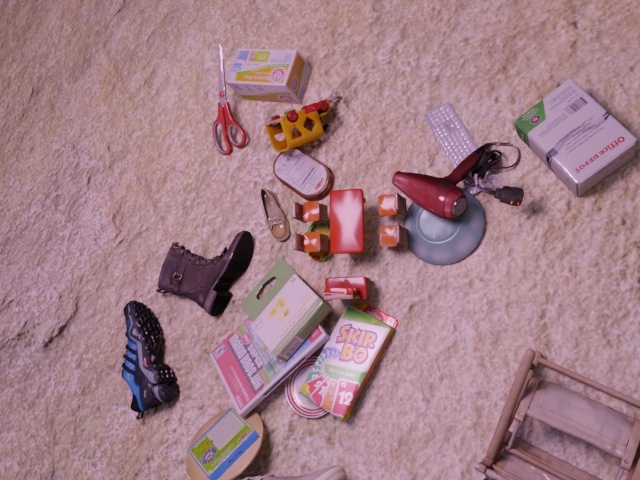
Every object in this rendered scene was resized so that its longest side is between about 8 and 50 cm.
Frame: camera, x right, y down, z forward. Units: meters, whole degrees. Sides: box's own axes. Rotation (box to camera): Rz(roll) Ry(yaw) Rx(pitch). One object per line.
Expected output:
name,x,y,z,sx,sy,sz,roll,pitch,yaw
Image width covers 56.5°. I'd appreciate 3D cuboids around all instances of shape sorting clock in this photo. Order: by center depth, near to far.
shape sorting clock,-0.224,0.481,1.397,0.206,0.040,0.206,-24,29,14

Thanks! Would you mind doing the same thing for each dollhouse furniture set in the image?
dollhouse furniture set,0.062,0.009,1.381,0.262,0.135,0.259,-4,83,19

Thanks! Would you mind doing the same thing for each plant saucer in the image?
plant saucer,0.277,-0.041,1.378,0.194,0.037,0.195,-8,73,27

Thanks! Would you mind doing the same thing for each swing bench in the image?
swing bench,0.461,0.369,1.099,0.253,0.165,0.255,23,89,28

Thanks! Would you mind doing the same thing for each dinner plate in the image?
dinner plate,-0.017,0.345,1.403,0.141,0.017,0.141,-8,70,23

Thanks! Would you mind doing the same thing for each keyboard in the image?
keyboard,0.334,-0.225,1.434,0.072,0.014,0.256,-30,64,13

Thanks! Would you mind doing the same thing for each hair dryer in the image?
hair dryer,0.309,-0.132,1.357,0.293,0.080,0.224,-1,38,11

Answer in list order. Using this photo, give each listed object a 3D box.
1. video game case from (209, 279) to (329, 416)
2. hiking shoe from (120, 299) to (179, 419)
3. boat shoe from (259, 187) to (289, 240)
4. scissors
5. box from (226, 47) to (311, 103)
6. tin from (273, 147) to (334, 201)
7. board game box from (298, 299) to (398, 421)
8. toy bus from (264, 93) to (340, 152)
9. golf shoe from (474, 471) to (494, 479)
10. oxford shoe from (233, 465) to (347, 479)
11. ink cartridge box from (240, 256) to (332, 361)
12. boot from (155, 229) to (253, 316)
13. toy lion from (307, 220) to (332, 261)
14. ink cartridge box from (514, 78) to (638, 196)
video game case,-0.131,0.259,1.456,0.285,0.025,0.204,-43,49,6
hiking shoe,-0.485,0.304,1.574,0.132,0.113,0.304,-30,63,12
boat shoe,-0.125,-0.068,1.571,0.056,0.048,0.153,-24,65,16
scissors,-0.284,-0.393,1.682,0.109,0.021,0.297,-9,101,31
box,-0.145,-0.464,1.679,0.203,0.103,0.114,10,77,27
tin,-0.048,-0.177,1.581,0.189,0.040,0.106,36,94,29
board game box,0.066,0.267,1.370,0.124,0.039,0.259,24,75,28
toy bus,-0.041,-0.300,1.571,0.202,0.191,0.104,-14,104,15
golf shoe,0.302,0.532,1.157,0.069,0.086,0.176,11,80,25
oxford shoe,-0.149,0.576,1.307,0.449,0.169,0.130,-31,61,18
ink cartridge box,-0.102,0.153,1.444,0.171,0.056,0.235,-49,50,1
boot,-0.320,0.058,1.594,0.229,0.091,0.263,26,87,28
toy lion,0.000,0.000,1.504,0.096,0.034,0.100,-46,60,13
ink cartridge box,0.551,-0.221,1.292,0.153,0.087,0.208,-37,61,9
